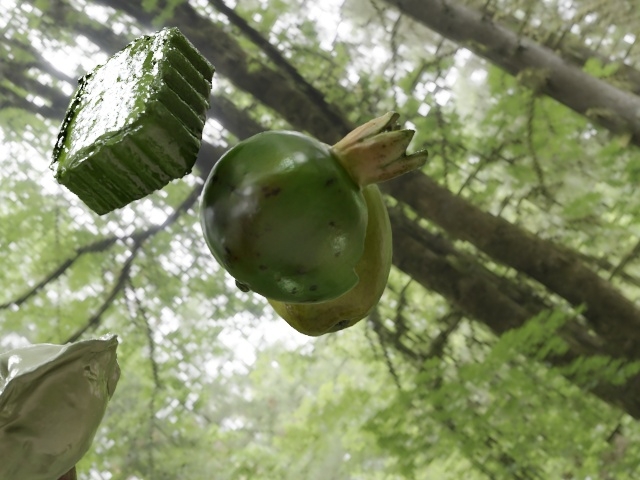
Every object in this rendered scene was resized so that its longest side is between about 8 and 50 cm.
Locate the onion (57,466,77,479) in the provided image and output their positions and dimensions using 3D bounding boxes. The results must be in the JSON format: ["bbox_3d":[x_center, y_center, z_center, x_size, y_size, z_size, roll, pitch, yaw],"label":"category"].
[{"bbox_3d":[-0.430,0.293,1.447,0.190,0.246,0.246,-78,-1,-54],"label":"onion"}]

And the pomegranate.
[{"bbox_3d":[-0.009,-0.057,1.419,0.302,0.236,0.236,-41,-31,0],"label":"pomegranate"}]

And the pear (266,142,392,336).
[{"bbox_3d":[0.000,0.000,1.820,0.252,0.307,0.253,-17,-20,-6],"label":"pear"}]

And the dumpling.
[{"bbox_3d":[-0.323,0.187,1.225,0.258,0.147,0.193,-41,-20,-12],"label":"dumpling"}]

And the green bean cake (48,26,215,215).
[{"bbox_3d":[-0.241,-0.156,1.451,0.200,0.214,0.113,-26,-48,29],"label":"green bean cake"}]
